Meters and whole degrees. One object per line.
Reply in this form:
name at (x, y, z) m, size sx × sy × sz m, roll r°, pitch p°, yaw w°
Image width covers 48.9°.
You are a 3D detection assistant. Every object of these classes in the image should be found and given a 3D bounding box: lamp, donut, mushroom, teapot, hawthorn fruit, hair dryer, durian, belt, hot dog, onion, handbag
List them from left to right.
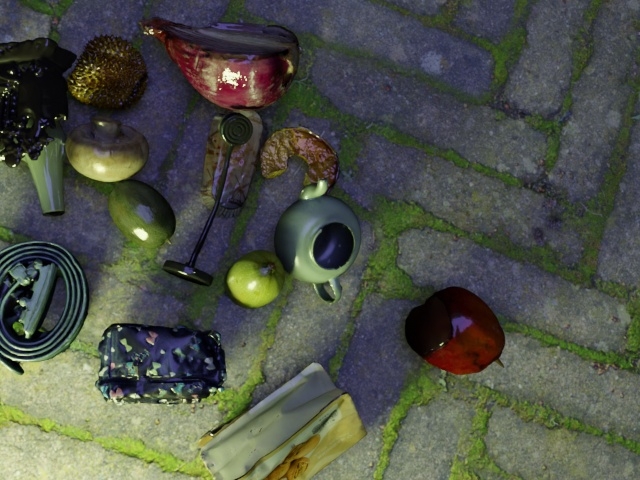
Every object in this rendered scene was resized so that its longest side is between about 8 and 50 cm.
hair dryer at (-0.628, -0.129, 1.438) m, size 0.267 × 0.092 × 0.229 m, roll -29°, pitch 82°, yaw -4°
belt at (-0.569, 0.131, 1.393) m, size 0.206 × 0.116 × 0.267 m, roll 7°, pitch 79°, yaw -15°
mushroom at (-0.435, -0.191, 1.441) m, size 0.166 × 0.166 × 0.127 m, roll 13°, pitch 113°, yaw -9°
durian at (-0.442, -0.352, 1.479) m, size 0.168 × 0.137 × 0.158 m, roll 14°, pitch 101°, yaw 0°
handbag at (-0.323, 0.254, 1.429) m, size 0.260 × 0.113 × 0.162 m, roll 1°, pitch 76°, yaw -10°
lamp at (-0.208, -0.072, 1.439) m, size 0.130 × 0.108 × 0.371 m, roll 25°, pitch 98°, yaw -27°
onion at (-0.215, -0.372, 1.499) m, size 0.349 × 0.267 × 0.159 m, roll 13°, pitch 118°, yaw 12°
hot dog at (-0.191, -0.175, 1.538) m, size 0.131 × 0.069 × 0.252 m, roll 14°, pitch 83°, yaw -18°
donut at (-0.044, -0.174, 1.562) m, size 0.181 × 0.078 × 0.146 m, roll 21°, pitch 77°, yaw -3°
teapot at (0.000, 0.000, 1.486) m, size 0.193 × 0.129 × 0.294 m, roll -19°, pitch 112°, yaw -25°
hawthorn fruit at (0.313, 0.207, 1.525) m, size 0.251 × 0.189 × 0.189 m, roll 31°, pitch 78°, yaw -10°

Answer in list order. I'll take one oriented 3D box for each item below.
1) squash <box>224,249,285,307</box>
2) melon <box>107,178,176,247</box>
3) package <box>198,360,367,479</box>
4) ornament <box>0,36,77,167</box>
squash at (-0.128, 0.078, 1.458) m, size 0.123 × 0.187 × 0.123 m, roll 3°, pitch 79°, yaw -17°
melon at (-0.367, -0.053, 1.461) m, size 0.167 × 0.114 × 0.114 m, roll 45°, pitch 77°, yaw -4°
package at (-0.082, 0.403, 1.455) m, size 0.311 × 0.221 × 0.165 m, roll -35°, pitch 51°, yaw -12°
ornament at (-0.605, -0.259, 1.383) m, size 0.251 × 0.106 × 0.260 m, roll 0°, pitch 76°, yaw 18°
